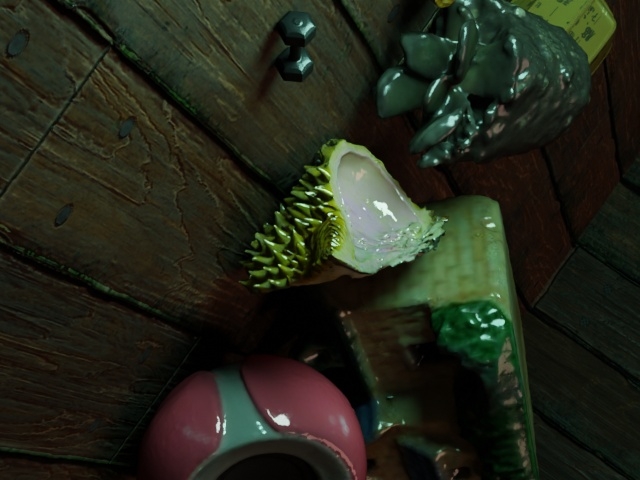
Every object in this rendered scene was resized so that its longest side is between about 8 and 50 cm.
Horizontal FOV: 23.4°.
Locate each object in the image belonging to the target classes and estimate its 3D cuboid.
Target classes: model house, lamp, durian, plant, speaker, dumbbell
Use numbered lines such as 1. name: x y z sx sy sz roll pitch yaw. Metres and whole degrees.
1. model house: 0.106 0.158 2.110 0.382 0.343 0.334 74 13 -45
2. lamp: 0.321 -0.277 2.195 0.185 0.161 0.161 -49 163 -12
3. durian: -0.003 0.001 1.875 0.196 0.185 0.305 -34 -177 31
4. plant: 0.196 -0.205 1.938 0.276 0.188 0.199 -3 135 -45
5. speaker: -0.094 0.289 1.943 0.294 0.294 0.294 -48 162 -21
6. dumbbell: -0.026 -0.200 1.596 0.083 0.040 0.036 96 1 -58

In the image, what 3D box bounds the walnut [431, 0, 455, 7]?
1. walnut: 0.150 -0.328 1.800 0.121 0.052 0.091 -48 161 -28
